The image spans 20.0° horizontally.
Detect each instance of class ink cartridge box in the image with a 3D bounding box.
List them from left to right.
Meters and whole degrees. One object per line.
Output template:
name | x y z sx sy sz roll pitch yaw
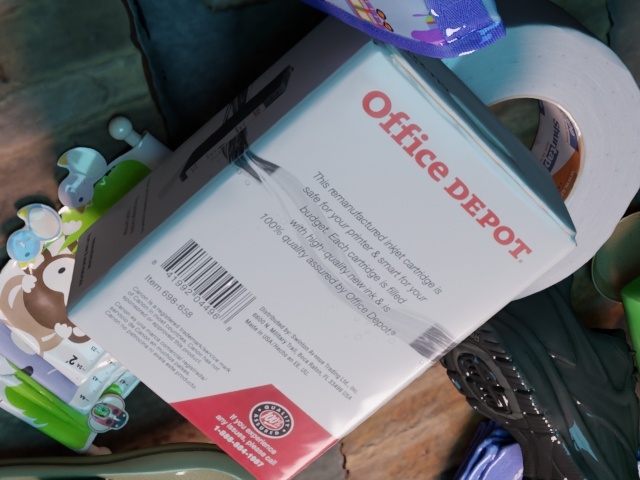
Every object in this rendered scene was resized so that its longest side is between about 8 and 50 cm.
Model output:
ink cartridge box | 0.000 0.000 1.187 0.273 0.114 0.197 -40 113 17

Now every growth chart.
growth chart | -0.154 0.038 1.275 0.172 0.021 0.237 30 103 -31

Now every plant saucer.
plant saucer | 0.247 0.010 1.422 0.083 0.015 0.083 -10 121 -17

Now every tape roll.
tape roll | 0.122 -0.065 1.297 0.219 0.072 0.219 -9 120 -16

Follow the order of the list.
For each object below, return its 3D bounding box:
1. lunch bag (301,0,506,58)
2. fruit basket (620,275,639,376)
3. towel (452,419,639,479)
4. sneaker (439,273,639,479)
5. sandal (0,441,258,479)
lunch bag | -0.009 -0.227 1.019 0.138 0.293 0.221 -33 125 -1
fruit basket | 0.452 0.115 1.431 0.392 0.283 0.392 -4 104 -16
towel | 0.226 0.280 1.553 0.336 0.040 0.243 15 112 -28
sneaker | 0.206 0.138 1.402 0.130 0.109 0.286 -44 119 -28
sandal | -0.186 0.217 1.304 0.302 0.086 0.120 -12 124 2
